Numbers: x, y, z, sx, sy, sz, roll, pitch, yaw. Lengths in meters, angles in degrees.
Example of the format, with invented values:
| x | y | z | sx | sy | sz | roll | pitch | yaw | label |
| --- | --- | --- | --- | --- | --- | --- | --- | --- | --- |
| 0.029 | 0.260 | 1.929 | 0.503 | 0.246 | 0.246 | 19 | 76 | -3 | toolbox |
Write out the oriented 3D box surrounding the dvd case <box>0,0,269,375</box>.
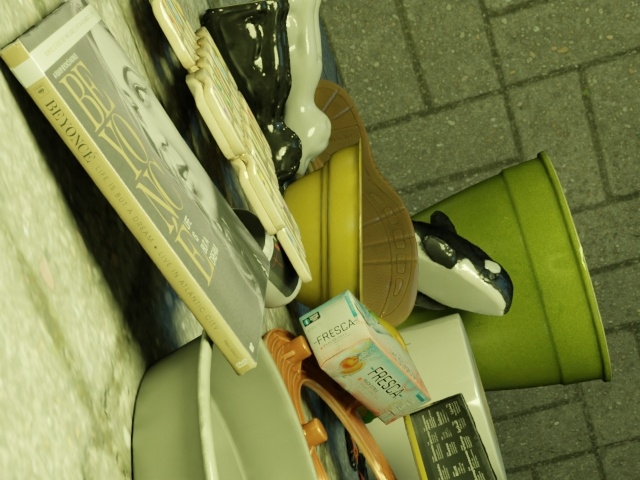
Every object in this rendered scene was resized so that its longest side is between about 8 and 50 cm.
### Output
| x | y | z | sx | sy | sz | roll | pitch | yaw | label |
| --- | --- | --- | --- | --- | --- | --- | --- | --- | --- |
| -0.099 | -0.041 | 0.707 | 0.221 | 0.018 | 0.164 | 55 | 12 | -16 | dvd case |

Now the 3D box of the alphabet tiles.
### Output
| x | y | z | sx | sy | sz | roll | pitch | yaw | label |
| --- | --- | --- | --- | --- | --- | --- | --- | --- | --- |
| -0.074 | -0.104 | 1.022 | 0.278 | 0.021 | 0.284 | 62 | 4 | -18 | alphabet tiles |

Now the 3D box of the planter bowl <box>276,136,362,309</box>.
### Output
| x | y | z | sx | sy | sz | roll | pitch | yaw | label |
| --- | --- | --- | --- | --- | --- | --- | --- | --- | --- |
| 0.000 | 0.000 | 1.243 | 0.217 | 0.090 | 0.217 | -1 | 90 | -87 | planter bowl |

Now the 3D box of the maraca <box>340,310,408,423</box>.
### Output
| x | y | z | sx | sy | sz | roll | pitch | yaw | label |
| --- | --- | --- | --- | --- | --- | --- | --- | --- | --- |
| 0.047 | 0.152 | 1.356 | 0.186 | 0.099 | 0.127 | 120 | -28 | -66 | maraca |

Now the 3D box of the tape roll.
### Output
| x | y | z | sx | sy | sz | roll | pitch | yaw | label |
| --- | --- | --- | --- | --- | --- | --- | --- | --- | --- |
| 0.140 | 0.235 | 1.581 | 0.246 | 0.169 | 0.246 | -15 | 90 | -83 | tape roll |

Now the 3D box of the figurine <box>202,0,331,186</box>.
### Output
| x | y | z | sx | sy | sz | roll | pitch | yaw | label |
| --- | --- | --- | --- | --- | --- | --- | --- | --- | --- |
| -0.045 | -0.165 | 1.312 | 0.215 | 0.092 | 0.209 | -44 | 126 | -69 | figurine |

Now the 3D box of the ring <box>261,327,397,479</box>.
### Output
| x | y | z | sx | sy | sz | roll | pitch | yaw | label |
| --- | --- | --- | --- | --- | --- | --- | --- | --- | --- |
| 0.044 | 0.224 | 1.086 | 0.337 | 0.032 | 0.336 | 57 | 8 | -12 | ring |

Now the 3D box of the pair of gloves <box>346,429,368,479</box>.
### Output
| x | y | z | sx | sy | sz | roll | pitch | yaw | label |
| --- | --- | --- | --- | --- | --- | --- | --- | --- | --- |
| 0.046 | 0.265 | 1.419 | 0.074 | 0.010 | 0.083 | -95 | 168 | -58 | pair of gloves |

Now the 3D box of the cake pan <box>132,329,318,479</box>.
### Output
| x | y | z | sx | sy | sz | roll | pitch | yaw | label |
| --- | --- | --- | --- | --- | --- | --- | --- | --- | --- |
| -0.043 | 0.187 | 0.722 | 0.293 | 0.054 | 0.293 | -16 | 90 | -83 | cake pan |

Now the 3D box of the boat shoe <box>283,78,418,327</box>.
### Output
| x | y | z | sx | sy | sz | roll | pitch | yaw | label |
| --- | --- | --- | --- | --- | --- | --- | --- | --- | --- |
| 0.030 | -0.036 | 1.492 | 0.110 | 0.121 | 0.341 | 127 | -49 | -58 | boat shoe |

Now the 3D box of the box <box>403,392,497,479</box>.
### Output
| x | y | z | sx | sy | sz | roll | pitch | yaw | label |
| --- | --- | --- | --- | --- | --- | --- | --- | --- | --- |
| 0.174 | 0.335 | 1.166 | 0.322 | 0.079 | 0.257 | -99 | 166 | -72 | box |

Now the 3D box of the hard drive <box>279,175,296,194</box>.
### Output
| x | y | z | sx | sy | sz | roll | pitch | yaw | label |
| --- | --- | --- | --- | --- | --- | --- | --- | --- | --- |
| -0.053 | -0.102 | 1.415 | 0.094 | 0.022 | 0.135 | 6 | 68 | -83 | hard drive |

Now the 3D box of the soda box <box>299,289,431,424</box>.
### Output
| x | y | z | sx | sy | sz | roll | pitch | yaw | label |
| --- | --- | --- | --- | --- | --- | --- | --- | --- | --- |
| 0.048 | 0.120 | 1.166 | 0.183 | 0.058 | 0.063 | 49 | 13 | -55 | soda box |

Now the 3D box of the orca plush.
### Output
| x | y | z | sx | sy | sz | roll | pitch | yaw | label |
| --- | --- | --- | --- | --- | --- | --- | --- | --- | --- |
| 0.134 | 0.009 | 1.579 | 0.102 | 0.287 | 0.151 | -56 | 143 | -32 | orca plush |

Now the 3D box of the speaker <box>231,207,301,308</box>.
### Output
| x | y | z | sx | sy | sz | roll | pitch | yaw | label |
| --- | --- | --- | --- | --- | --- | --- | --- | --- | --- |
| -0.057 | 0.017 | 1.000 | 0.136 | 0.055 | 0.055 | 55 | 20 | -70 | speaker |

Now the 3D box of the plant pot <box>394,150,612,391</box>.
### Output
| x | y | z | sx | sy | sz | roll | pitch | yaw | label |
| --- | --- | --- | --- | --- | --- | --- | --- | --- | --- |
| 0.224 | 0.084 | 1.818 | 0.366 | 0.353 | 0.366 | -15 | 90 | -83 | plant pot |
